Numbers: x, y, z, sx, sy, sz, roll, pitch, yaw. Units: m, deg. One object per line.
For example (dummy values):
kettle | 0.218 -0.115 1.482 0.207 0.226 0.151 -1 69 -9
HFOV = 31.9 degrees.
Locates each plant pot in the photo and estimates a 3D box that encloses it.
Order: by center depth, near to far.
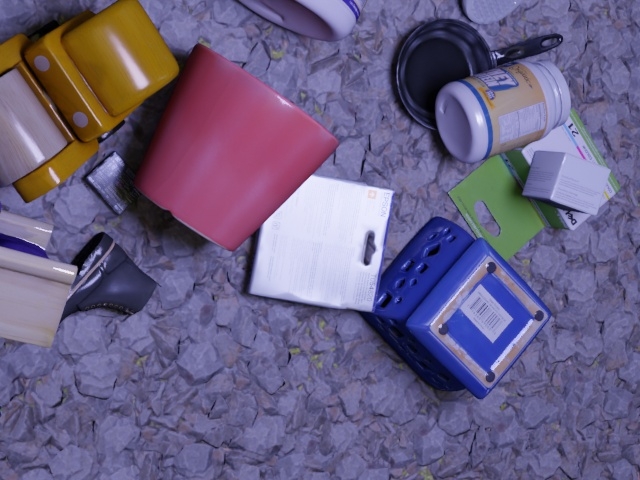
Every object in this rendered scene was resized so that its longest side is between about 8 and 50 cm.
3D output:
plant pot | -0.149 -0.134 1.766 0.275 0.275 0.243 34 92 -20
plant pot | 0.243 0.123 1.949 0.236 0.212 0.236 45 80 -19

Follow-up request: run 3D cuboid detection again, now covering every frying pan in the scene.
frying pan | 0.265 -0.335 1.998 0.326 0.053 0.197 -42 109 -14

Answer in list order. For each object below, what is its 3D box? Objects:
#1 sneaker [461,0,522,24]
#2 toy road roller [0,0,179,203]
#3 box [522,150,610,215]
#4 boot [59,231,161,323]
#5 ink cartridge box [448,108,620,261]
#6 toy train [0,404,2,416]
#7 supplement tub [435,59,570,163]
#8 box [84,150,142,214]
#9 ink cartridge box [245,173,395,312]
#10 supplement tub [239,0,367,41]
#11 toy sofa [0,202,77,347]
sneaker | 0.343 -0.540 1.981 0.126 0.127 0.321 20 113 -33
toy road roller | -0.357 -0.227 1.625 0.240 0.329 0.202 -25 107 25
box | 0.427 -0.101 1.953 0.102 0.101 0.087 17 91 -21
boot | -0.358 0.104 1.796 0.137 0.077 0.198 42 81 -24
ink cartridge box | 0.392 -0.091 2.046 0.255 0.097 0.189 -40 107 -14
toy train | -0.541 0.284 1.771 0.083 0.017 0.023 -26 113 -17
supplement tub | 0.314 -0.226 1.934 0.200 0.144 0.144 -20 102 -19
box | -0.329 -0.093 1.814 0.067 0.018 0.083 -44 108 -12
ink cartridge box | 0.000 0.000 1.918 0.224 0.045 0.223 10 90 -12
supplement tub | 0.007 -0.513 1.783 0.241 0.241 0.331 28 85 -21
toy sofa | -0.443 0.012 1.599 0.150 0.362 0.177 18 94 -21
